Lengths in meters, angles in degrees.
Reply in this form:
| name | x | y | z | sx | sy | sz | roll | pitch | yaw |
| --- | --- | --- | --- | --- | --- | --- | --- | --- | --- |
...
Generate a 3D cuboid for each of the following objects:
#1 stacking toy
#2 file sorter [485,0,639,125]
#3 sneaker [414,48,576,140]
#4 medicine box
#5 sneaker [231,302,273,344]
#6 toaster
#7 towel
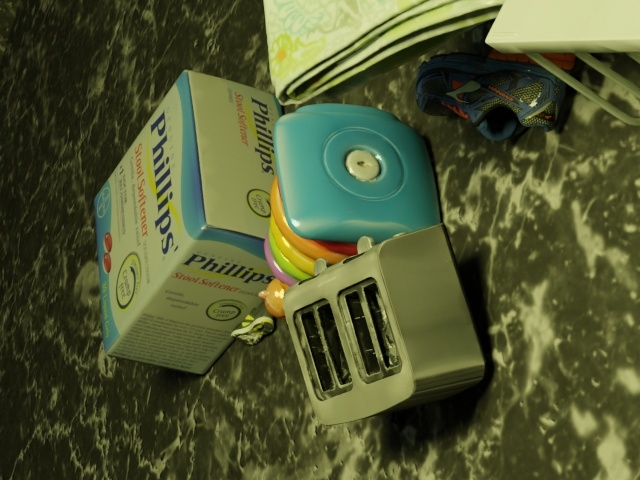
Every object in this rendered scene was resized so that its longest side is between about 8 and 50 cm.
| name | x | y | z | sx | sy | sz | roll | pitch | yaw |
| --- | --- | --- | --- | --- | --- | --- | --- | --- | --- |
| stacking toy | 0.000 | 0.000 | 1.674 | 0.302 | 0.175 | 0.165 | 119 | 148 | -52 |
| file sorter | 0.293 | -0.185 | 1.083 | 0.192 | 0.173 | 0.278 | -64 | 25 | -6 |
| sneaker | 0.161 | -0.141 | 1.493 | 0.221 | 0.083 | 0.087 | -3 | 80 | 62 |
| medicine box | -0.162 | -0.020 | 1.938 | 0.289 | 0.149 | 0.263 | -50 | 38 | 40 |
| sneaker | -0.080 | 0.103 | 1.867 | 0.083 | 0.031 | 0.035 | -27 | 41 | 49 |
| toaster | 0.064 | 0.092 | 1.483 | 0.168 | 0.110 | 0.185 | -26 | 78 | 50 |
| towel | 0.056 | -0.331 | 1.331 | 0.320 | 0.090 | 0.374 | -20 | 68 | 48 |
